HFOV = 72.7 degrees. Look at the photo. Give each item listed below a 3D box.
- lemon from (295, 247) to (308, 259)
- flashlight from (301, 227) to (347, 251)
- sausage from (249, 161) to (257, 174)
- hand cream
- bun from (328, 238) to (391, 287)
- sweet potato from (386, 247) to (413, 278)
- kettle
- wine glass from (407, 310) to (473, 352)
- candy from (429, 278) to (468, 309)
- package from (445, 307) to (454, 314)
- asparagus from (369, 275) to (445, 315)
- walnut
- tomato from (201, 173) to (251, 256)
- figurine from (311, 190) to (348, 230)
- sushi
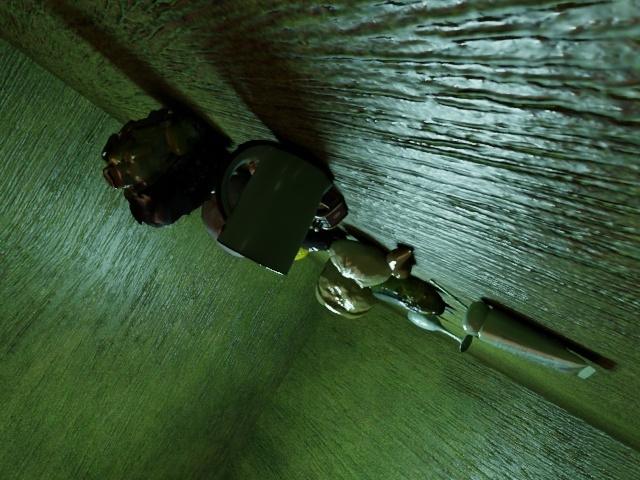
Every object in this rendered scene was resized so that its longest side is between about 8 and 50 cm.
[{"bbox_3d":[-0.128,0.011,2.104,0.206,0.174,0.173,-8,144,45],"label":"lemon"},{"bbox_3d":[0.000,0.000,1.677,0.103,0.103,0.424,34,173,-13],"label":"flashlight"},{"bbox_3d":[-0.149,-0.169,1.285,0.053,0.053,0.348,32,174,12],"label":"sausage"},{"bbox_3d":[0.508,0.255,1.085,0.305,0.093,0.147,28,167,29],"label":"hand cream"},{"bbox_3d":[0.125,0.082,1.405,0.222,0.128,0.222,17,169,4],"label":"bun"},{"bbox_3d":[0.220,0.065,1.209,0.067,0.059,0.281,22,172,17],"label":"sweet potato"},{"bbox_3d":[-0.110,-0.080,0.884,0.221,0.236,0.161,29,178,-19],"label":"kettle"},{"bbox_3d":[0.501,0.397,1.995,0.264,0.096,0.309,10,-166,-47],"label":"wine glass"},{"bbox_3d":[0.403,0.177,1.270,0.202,0.061,0.061,40,176,17],"label":"candy"},{"bbox_3d":[0.405,0.219,1.648,0.171,0.027,0.173,35,179,-23],"label":"package"},{"bbox_3d":[0.296,0.181,1.545,0.128,0.108,0.382,60,166,-12],"label":"asparagus"},{"bbox_3d":[0.119,0.194,1.845,0.277,0.282,0.253,37,-146,1],"label":"walnut"},{"bbox_3d":[-0.280,-0.092,1.614,0.316,0.282,0.317,45,178,2],"label":"tomato"},{"bbox_3d":[0.003,-0.072,1.071,0.082,0.098,0.154,35,178,16],"label":"figurine"},{"bbox_3d":[-0.452,-0.232,1.262,0.285,0.328,0.329,49,-176,-27],"label":"sushi"}]
